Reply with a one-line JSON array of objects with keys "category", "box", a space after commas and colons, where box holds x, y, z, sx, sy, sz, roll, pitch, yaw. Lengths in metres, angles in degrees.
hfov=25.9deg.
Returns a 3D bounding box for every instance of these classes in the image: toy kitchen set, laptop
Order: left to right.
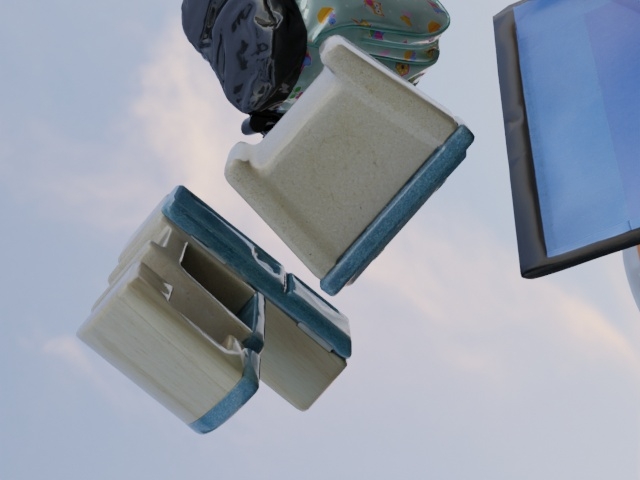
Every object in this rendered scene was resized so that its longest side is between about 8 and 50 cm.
[{"category": "toy kitchen set", "box": [0.000, 0.000, 0.619, 0.122, 0.166, 0.207, 40, -171, -9]}, {"category": "laptop", "box": [0.176, -0.143, 0.576, 0.234, 0.137, 0.264, -86, 8, -53]}]

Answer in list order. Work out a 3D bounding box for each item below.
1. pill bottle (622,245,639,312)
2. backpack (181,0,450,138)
[{"category": "pill bottle", "box": [0.224, -0.001, 0.638, 0.086, 0.152, 0.086, 34, -137, -39]}, {"category": "backpack", "box": [0.005, -0.148, 1.029, 0.182, 0.115, 0.152, 2, -132, -38]}]
